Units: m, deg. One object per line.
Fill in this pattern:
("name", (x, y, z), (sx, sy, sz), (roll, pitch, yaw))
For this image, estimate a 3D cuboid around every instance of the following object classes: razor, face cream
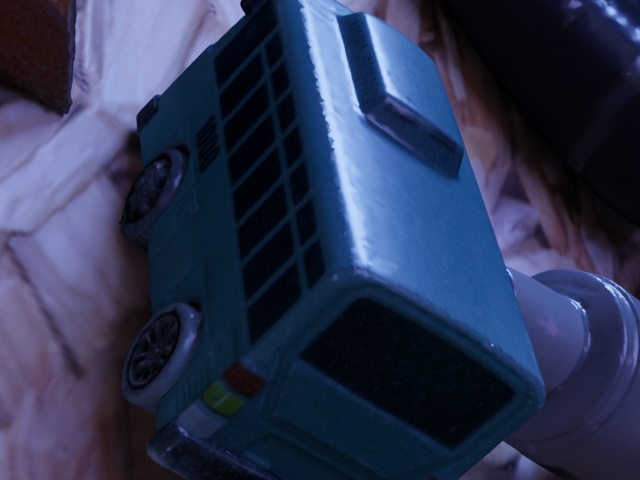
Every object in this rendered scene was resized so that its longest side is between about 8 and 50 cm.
("razor", (0.173, -0.170, 1.189), (0.349, 0.113, 0.204), (55, 31, 12))
("face cream", (0.132, 0.069, 0.865), (0.252, 0.101, 0.101), (34, 34, -42))

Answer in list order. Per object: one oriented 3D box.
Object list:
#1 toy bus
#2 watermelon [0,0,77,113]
("toy bus", (0.000, 0.000, 0.751), (0.128, 0.147, 0.256), (33, 26, -28))
("watermelon", (-0.182, -0.175, 0.771), (0.257, 0.140, 0.193), (44, 39, -24))
